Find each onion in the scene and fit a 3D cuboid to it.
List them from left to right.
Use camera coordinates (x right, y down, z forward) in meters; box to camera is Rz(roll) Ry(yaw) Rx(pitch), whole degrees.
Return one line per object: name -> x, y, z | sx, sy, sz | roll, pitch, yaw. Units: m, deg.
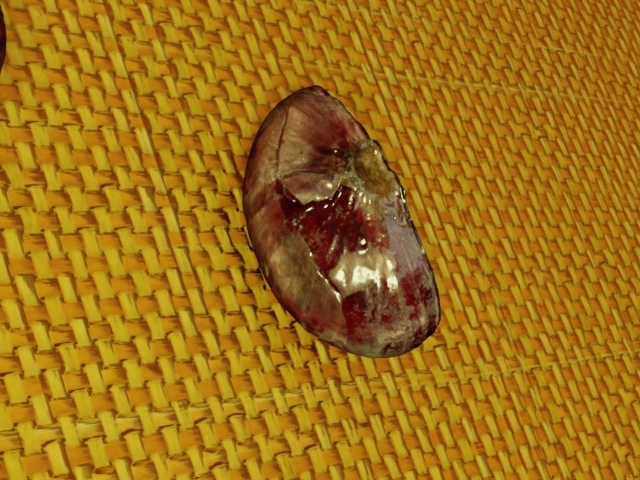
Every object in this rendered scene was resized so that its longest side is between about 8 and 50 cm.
onion -> 0.000, 0.000, 1.047 | 0.098, 0.151, 0.206 | -21, 67, -19

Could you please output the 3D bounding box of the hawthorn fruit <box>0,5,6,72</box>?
hawthorn fruit -> -0.258, -0.123, 0.786 | 0.173, 0.173, 0.179 | 10, 58, -45
